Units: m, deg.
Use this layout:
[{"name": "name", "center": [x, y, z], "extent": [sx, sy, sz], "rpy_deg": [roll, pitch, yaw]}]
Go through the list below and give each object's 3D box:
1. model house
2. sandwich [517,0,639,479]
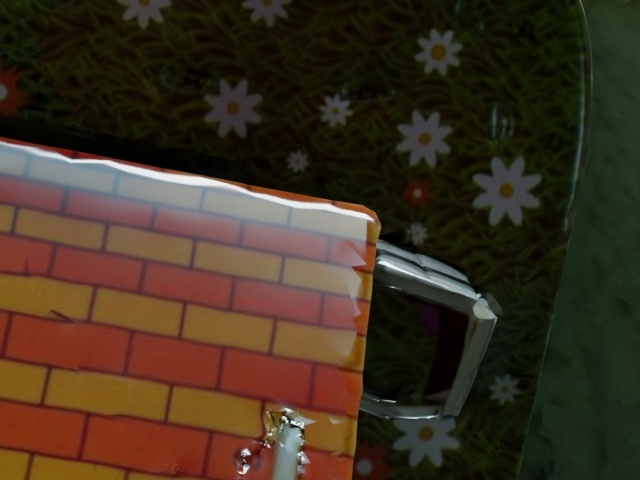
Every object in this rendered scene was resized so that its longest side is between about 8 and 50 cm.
[{"name": "model house", "center": [-0.088, 0.012, 0.351], "extent": [0.294, 0.207, 0.154], "rpy_deg": [11, 9, -6]}, {"name": "sandwich", "center": [0.060, 0.009, 0.521], "extent": [0.273, 0.249, 0.095], "rpy_deg": [14, 34, 21]}]
